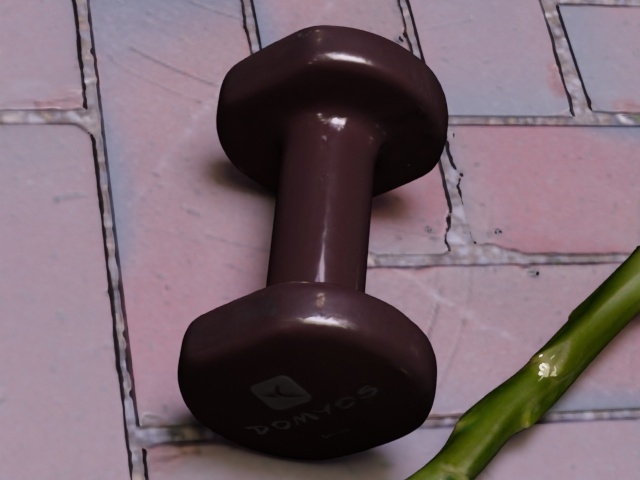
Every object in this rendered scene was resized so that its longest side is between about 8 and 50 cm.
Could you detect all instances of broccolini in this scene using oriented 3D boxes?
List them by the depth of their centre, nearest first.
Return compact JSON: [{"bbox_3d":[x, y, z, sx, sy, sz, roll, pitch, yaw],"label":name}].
[{"bbox_3d":[0.094,0.114,0.883,0.074,0.078,0.392,30,52,29],"label":"broccolini"}]

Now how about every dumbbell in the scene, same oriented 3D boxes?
[{"bbox_3d":[0.000,0.000,0.907,0.124,0.140,0.225,39,41,-37],"label":"dumbbell"}]
